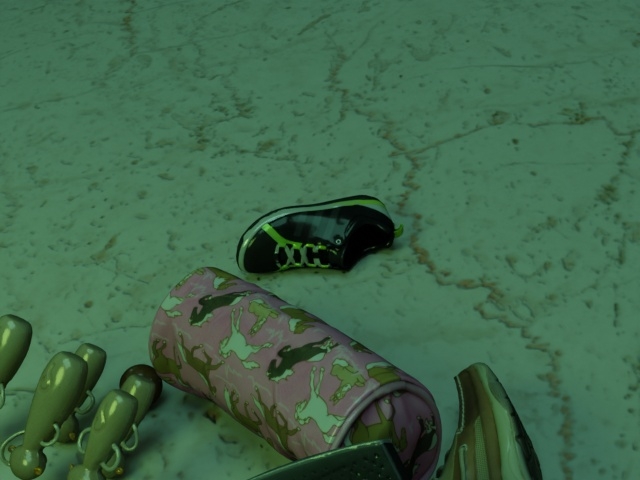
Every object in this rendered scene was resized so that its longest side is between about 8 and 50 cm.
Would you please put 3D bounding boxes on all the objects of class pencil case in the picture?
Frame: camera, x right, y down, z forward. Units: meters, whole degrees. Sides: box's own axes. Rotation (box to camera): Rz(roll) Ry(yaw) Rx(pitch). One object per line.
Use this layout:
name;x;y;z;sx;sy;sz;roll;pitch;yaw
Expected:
pencil case;-0.042;0.161;1.247;0.386;0.160;0.167;28;79;47

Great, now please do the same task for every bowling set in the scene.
bowling set;-0.273;0.216;1.312;0.287;0.200;0.154;26;93;42

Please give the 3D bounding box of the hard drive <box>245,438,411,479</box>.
hard drive;-0.010;0.291;1.059;0.255;0.172;0.054;-26;3;24

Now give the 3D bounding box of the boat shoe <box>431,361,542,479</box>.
boat shoe;0.169;0.251;1.154;0.116;0.123;0.324;-23;30;11

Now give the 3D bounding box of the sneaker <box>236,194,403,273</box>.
sneaker;0.000;0.000;1.533;0.235;0.084;0.097;-19;40;-11
